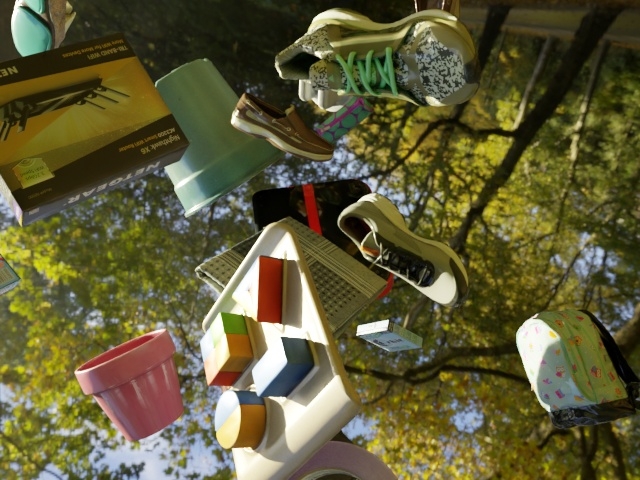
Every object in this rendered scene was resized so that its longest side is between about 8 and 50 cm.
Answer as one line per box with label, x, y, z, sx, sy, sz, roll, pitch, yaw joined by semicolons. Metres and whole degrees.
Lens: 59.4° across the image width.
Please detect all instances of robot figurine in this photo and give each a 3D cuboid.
robot figurine;0.084;-0.516;1.678;0.300;0.200;0.353;33;-130;24

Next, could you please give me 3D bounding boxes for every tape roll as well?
tape roll;0.023;0.492;0.959;0.274;0.275;0.090;21;159;21

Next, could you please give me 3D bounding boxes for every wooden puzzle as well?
wooden puzzle;-0.102;0.192;0.912;0.080;0.322;0.348;8;-138;-38

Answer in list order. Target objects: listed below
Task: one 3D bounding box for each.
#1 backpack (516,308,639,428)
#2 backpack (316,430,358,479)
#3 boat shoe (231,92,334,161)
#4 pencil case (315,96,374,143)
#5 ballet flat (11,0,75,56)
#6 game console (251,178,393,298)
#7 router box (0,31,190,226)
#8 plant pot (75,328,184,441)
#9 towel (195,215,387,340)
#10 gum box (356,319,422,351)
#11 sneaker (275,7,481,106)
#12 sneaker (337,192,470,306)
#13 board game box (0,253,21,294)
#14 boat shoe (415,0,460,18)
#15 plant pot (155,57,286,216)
backpack;0.397;0.198;0.890;0.115;0.152;0.182;-4;-111;-28
backpack;-0.040;0.656;1.298;0.290;0.356;0.273;-19;-128;-42
boat shoe;-0.078;-0.269;1.318;0.257;0.095;0.095;20;-150;-9
pencil case;0.061;-0.309;1.433;0.064;0.151;0.070;59;-155;10
ballet flat;-0.530;-0.462;1.101;0.107;0.316;0.106;45;-123;-10
game console;0.000;0.000;1.502;0.341;0.060;0.387;-9;-126;-3
router box;-0.422;-0.200;0.962;0.309;0.243;0.081;-32;180;-33
plant pot;-0.384;0.310;1.187;0.201;0.180;0.201;-23;-177;1
towel;-0.055;0.092;1.246;0.324;0.056;0.312;34;-138;22
gum box;0.252;0.350;2.045;0.184;0.041;0.157;29;149;-30
sneaker;0.074;-0.279;0.929;0.182;0.158;0.410;-35;-143;-25
sneaker;0.138;0.026;0.973;0.108;0.100;0.271;-23;-127;-41
board game box;-0.570;0.013;0.807;0.211;0.039;0.160;53;-145;-3
boat shoe;0.295;-0.664;1.448;0.123;0.342;0.123;22;-139;32
plant pot;-0.325;-0.294;1.560;0.341;0.334;0.341;-31;-167;8
